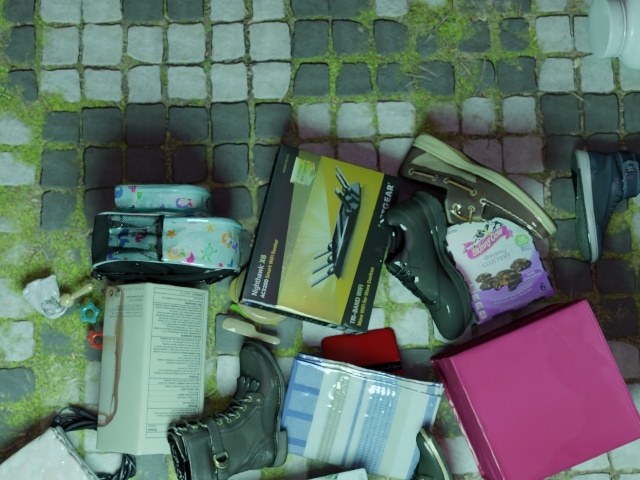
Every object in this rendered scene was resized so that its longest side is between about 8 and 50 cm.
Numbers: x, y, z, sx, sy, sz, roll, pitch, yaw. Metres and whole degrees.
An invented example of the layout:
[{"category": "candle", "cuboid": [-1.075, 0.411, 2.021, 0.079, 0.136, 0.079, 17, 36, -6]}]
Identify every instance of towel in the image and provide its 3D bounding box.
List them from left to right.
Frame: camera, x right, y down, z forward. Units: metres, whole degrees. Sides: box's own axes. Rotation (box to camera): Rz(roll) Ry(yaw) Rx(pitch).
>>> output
[{"category": "towel", "cuboid": [-0.500, 0.549, 1.657, 0.317, 0.053, 0.332, -38, 86, 1]}, {"category": "towel", "cuboid": [0.070, 0.328, 1.721, 0.285, 0.034, 0.209, 13, 105, 0]}]

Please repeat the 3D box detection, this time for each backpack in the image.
[{"category": "backpack", "cuboid": [-0.266, -0.006, 1.685, 0.253, 0.225, 0.191, 6, 84, 3]}]

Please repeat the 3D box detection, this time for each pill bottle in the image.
[{"category": "pill bottle", "cuboid": [0.703, -0.431, 1.821, 0.323, 0.181, 0.181, -4, 82, -3]}]

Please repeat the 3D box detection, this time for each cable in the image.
[{"category": "cable", "cuboid": [-0.428, 0.400, 1.706, 0.184, 0.047, 0.150, 26, 81, 0]}]

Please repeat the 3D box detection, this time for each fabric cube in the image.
[{"category": "fabric cube", "cuboid": [0.377, 0.275, 1.663, 0.258, 0.259, 0.254, -24, 84, -4]}]

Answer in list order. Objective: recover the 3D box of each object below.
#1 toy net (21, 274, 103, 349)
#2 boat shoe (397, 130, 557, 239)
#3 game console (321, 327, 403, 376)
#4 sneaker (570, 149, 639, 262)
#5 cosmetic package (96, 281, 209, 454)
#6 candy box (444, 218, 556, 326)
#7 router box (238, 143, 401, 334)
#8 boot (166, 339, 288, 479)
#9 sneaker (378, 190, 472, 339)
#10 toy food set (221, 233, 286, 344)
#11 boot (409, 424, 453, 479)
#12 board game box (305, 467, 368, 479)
[{"category": "toy net", "cuboid": [-0.447, 0.136, 1.748, 0.232, 0.045, 0.122, 12, 83, 0]}, {"category": "boat shoe", "cuboid": [0.283, -0.079, 1.738, 0.342, 0.123, 0.123, 37, 92, 30]}, {"category": "game console", "cuboid": [0.081, 0.249, 1.772, 0.144, 0.085, 0.124, -8, 113, -4]}, {"category": "sneaker", "cuboid": [0.582, -0.070, 1.809, 0.163, 0.086, 0.226, -1, 80, 0]}, {"category": "cosmetic package", "cuboid": [-0.301, 0.230, 1.669, 0.129, 0.153, 0.296, -6, 77, 40]}, {"category": "candy box", "cuboid": [0.334, 0.045, 1.786, 0.165, 0.070, 0.196, -21, 83, -6]}, {"category": "router box", "cuboid": [0.000, 0.000, 1.752, 0.243, 0.081, 0.309, 15, 78, -8]}, {"category": "boot", "cuboid": [-0.171, 0.319, 1.651, 0.229, 0.091, 0.263, -5, 82, -42]}, {"category": "sneaker", "cuboid": [0.187, 0.057, 1.732, 0.130, 0.109, 0.286, -21, 92, -29]}, {"category": "toy food set", "cuboid": [-0.107, 0.097, 1.778, 0.132, 0.038, 0.192, 20, 76, -7]}, {"category": "boot", "cuboid": [0.172, 0.444, 1.689, 0.137, 0.077, 0.198, -21, 110, -2]}, {"category": "board game box", "cuboid": [-0.046, 0.550, 1.652, 0.303, 0.097, 0.224, -11, 72, -5]}]
